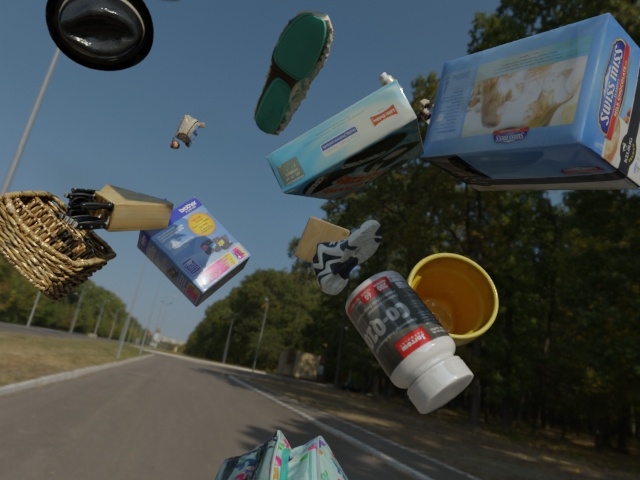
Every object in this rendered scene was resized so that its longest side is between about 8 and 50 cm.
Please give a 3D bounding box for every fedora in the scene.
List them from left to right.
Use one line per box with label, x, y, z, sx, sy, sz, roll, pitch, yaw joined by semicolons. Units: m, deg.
fedora;-0.723;-0.698;1.536;0.334;0.334;0.152;20;23;-30

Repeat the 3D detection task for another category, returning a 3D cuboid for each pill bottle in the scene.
pill bottle;0.229;-0.510;1.533;0.083;0.043;0.043;49;-17;3
pill bottle;0.190;0.218;1.029;0.161;0.161;0.283;33;17;-54

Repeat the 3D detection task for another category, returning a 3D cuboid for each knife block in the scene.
knife block;-0.573;-0.075;1.328;0.275;0.088;0.242;16;17;-19

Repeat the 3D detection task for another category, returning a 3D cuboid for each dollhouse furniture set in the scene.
dollhouse furniture set;0.330;-0.349;1.266;0.081;0.114;0.091;52;-13;21

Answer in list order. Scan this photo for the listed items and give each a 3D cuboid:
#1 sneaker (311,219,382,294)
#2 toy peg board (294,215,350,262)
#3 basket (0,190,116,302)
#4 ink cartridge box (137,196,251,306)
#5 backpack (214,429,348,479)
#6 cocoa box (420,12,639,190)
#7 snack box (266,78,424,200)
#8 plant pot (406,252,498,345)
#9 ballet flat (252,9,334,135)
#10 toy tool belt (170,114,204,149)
sneaker;0.056;0.019;1.281;0.094;0.235;0.153;22;16;-37
toy peg board;0.000;0.000;1.738;0.160;0.161;0.079;19;15;-17
basket;-0.775;-0.010;1.322;0.299;0.223;0.213;44;-22;2
ink cartridge box;-0.506;0.018;1.800;0.395;0.270;0.151;44;-40;5
backpack;-0.036;0.370;0.526;0.191;0.225;0.253;-28;5;11
cocoa box;0.415;-0.238;0.919;0.227;0.232;0.347;19;-6;-34
snack box;0.059;-0.131;0.716;0.187;0.060;0.322;-28;-4;14
plant pot;0.353;0.200;1.370;0.253;0.254;0.239;11;-28;2
ballet flat;-0.076;-0.477;1.323;0.146;0.147;0.409;18;-41;-22
toy tool belt;-0.295;-0.234;1.043;0.051;0.083;0.052;24;4;-30
